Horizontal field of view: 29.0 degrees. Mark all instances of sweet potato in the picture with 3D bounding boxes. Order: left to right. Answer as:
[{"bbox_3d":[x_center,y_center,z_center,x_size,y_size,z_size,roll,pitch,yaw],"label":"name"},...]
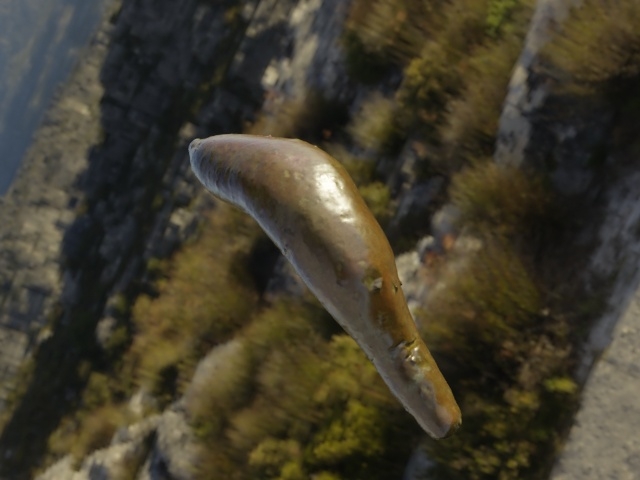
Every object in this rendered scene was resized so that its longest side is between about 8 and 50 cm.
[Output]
[{"bbox_3d":[0.002,-0.002,0.931,0.346,0.079,0.108,50,158,30],"label":"sweet potato"}]
